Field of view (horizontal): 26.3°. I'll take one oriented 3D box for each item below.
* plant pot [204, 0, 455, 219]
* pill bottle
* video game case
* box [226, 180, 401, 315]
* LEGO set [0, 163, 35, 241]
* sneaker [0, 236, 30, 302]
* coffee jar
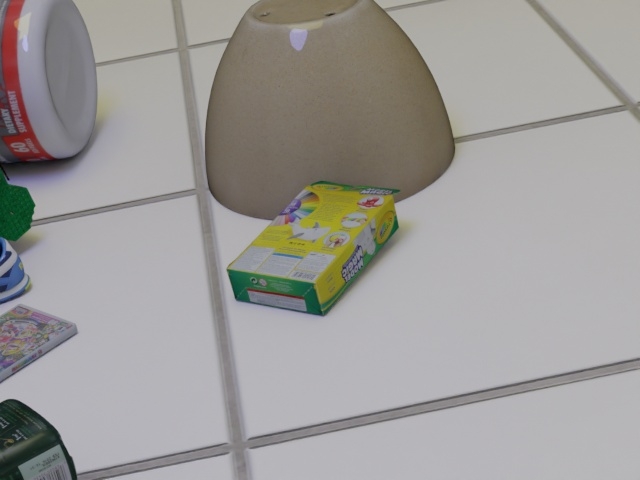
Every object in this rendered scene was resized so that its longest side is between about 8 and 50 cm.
[{"bbox_3d":[-0.003,-0.170,1.508,0.284,0.191,0.284,-8,28,4],"label":"plant pot"},{"bbox_3d":[-0.476,-0.190,1.679,0.362,0.210,0.210,-4,28,11],"label":"pill bottle"},{"bbox_3d":[-0.301,0.101,1.282,0.087,0.011,0.122,15,36,38],"label":"video game case"},{"bbox_3d":[0.000,0.000,1.330,0.105,0.043,0.179,9,39,31],"label":"box"},{"bbox_3d":[-0.471,-0.083,1.399,0.192,0.331,0.255,12,55,39],"label":"LEGO set"},{"bbox_3d":[-0.360,0.045,1.355,0.144,0.059,0.053,-30,36,-32],"label":"sneaker"},{"bbox_3d":[-0.281,0.197,1.018,0.184,0.079,0.096,-28,35,-33],"label":"coffee jar"}]
